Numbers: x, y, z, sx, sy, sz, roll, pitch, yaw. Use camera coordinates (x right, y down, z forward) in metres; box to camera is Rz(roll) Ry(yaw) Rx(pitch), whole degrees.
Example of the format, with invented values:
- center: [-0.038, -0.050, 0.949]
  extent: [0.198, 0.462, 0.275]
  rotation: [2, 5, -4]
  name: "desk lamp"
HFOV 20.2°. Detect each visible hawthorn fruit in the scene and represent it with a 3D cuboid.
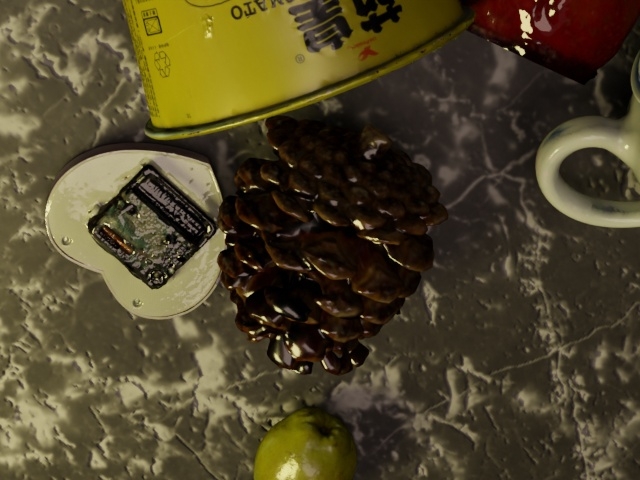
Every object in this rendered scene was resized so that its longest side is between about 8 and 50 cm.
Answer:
- center: [0.222, -0.275, 1.697]
  extent: [0.189, 0.189, 0.251]
  rotation: [0, 118, -8]
  name: "hawthorn fruit"

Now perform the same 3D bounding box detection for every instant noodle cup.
- center: [-0.050, -0.263, 1.618]
  extent: [0.325, 0.325, 0.254]
  rotation: [-20, 102, 0]
  name: "instant noodle cup"

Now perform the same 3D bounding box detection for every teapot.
- center: [0.403, -0.136, 1.731]
  extent: [0.424, 0.252, 0.280]
  rotation: [-27, 127, 22]
  name: "teapot"

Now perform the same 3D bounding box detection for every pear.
- center: [-0.016, 0.240, 1.909]
  extent: [0.107, 0.107, 0.131]
  rotation: [12, 120, -12]
  name: "pear"

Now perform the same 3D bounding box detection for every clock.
- center: [-0.171, -0.017, 1.810]
  extent: [0.172, 0.064, 0.198]
  rotation: [-43, 111, 10]
  name: "clock"

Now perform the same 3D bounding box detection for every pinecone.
- center: [0.000, 0.000, 1.758]
  extent: [0.224, 0.224, 0.272]
  rotation: [18, 126, -14]
  name: "pinecone"
